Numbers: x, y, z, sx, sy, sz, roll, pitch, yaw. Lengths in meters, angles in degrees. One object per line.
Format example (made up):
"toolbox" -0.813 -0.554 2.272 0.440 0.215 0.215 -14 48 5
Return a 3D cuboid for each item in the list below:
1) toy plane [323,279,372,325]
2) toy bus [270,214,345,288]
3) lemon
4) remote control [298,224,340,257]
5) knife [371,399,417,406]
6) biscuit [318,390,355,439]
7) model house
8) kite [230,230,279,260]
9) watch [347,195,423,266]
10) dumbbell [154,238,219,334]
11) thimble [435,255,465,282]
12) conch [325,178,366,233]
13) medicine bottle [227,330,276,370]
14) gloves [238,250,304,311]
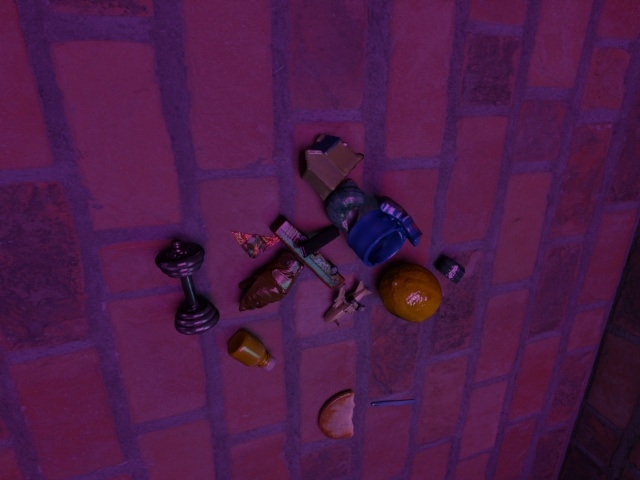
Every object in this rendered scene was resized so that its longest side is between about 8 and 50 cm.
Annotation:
"toy plane" 0.121 0.297 1.868 0.256 0.104 0.242 -47 135 -5
"toy bus" -0.047 0.056 1.704 0.092 0.093 0.409 -45 118 -4
"lemon" 0.420 0.244 1.867 0.322 0.268 0.268 39 94 -29
"remote control" 0.000 0.000 1.662 0.245 0.025 0.063 -33 109 -45
"knife" 0.420 0.919 2.274 0.313 0.019 0.044 5 116 -23
"biscuit" 0.087 0.936 2.140 0.205 0.040 0.308 -8 113 -18
"model house" 0.027 -0.299 1.569 0.189 0.195 0.214 42 77 -5
"kite" -0.271 0.029 1.658 0.223 0.008 0.125 7 108 -23
"watch" 0.247 -0.031 1.675 0.274 0.241 0.305 -41 148 6
"dumbbell" -0.501 0.184 1.539 0.179 0.179 0.405 -14 115 -15
"thimble" 0.642 0.144 1.985 0.135 0.118 0.090 35 97 -28
"conch" 0.105 -0.151 1.662 0.202 0.134 0.196 -57 162 0
"medicine bottle" -0.293 0.497 1.773 0.122 0.122 0.212 -46 119 2
"gloves" -0.214 0.185 1.667 0.331 0.141 0.154 -46 120 2
